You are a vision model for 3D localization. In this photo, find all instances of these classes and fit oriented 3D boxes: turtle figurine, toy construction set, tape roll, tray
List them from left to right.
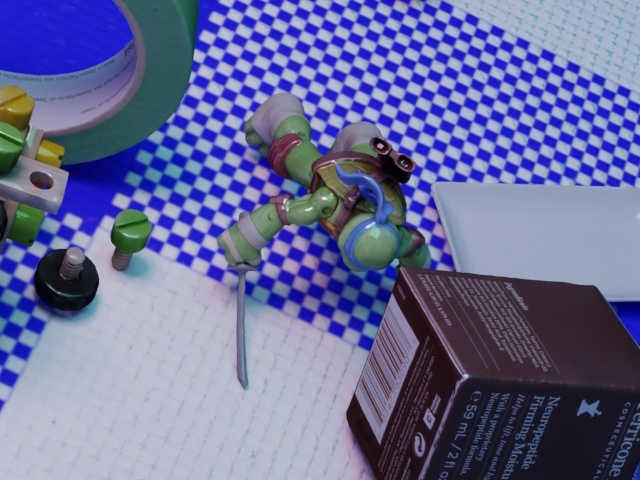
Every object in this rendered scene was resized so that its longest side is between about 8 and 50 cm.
[{"bbox_3d":[-0.316,-0.070,1.606,0.309,0.237,0.257,36,49,8],"label":"toy construction set"},{"bbox_3d":[-0.268,-0.197,1.671,0.321,0.321,0.077,14,50,-13],"label":"tape roll"},{"bbox_3d":[0.000,0.000,1.777,0.197,0.275,0.266,-10,35,-3],"label":"turtle figurine"},{"bbox_3d":[0.245,0.009,1.919,0.270,0.030,0.145,1,53,-22],"label":"tray"}]

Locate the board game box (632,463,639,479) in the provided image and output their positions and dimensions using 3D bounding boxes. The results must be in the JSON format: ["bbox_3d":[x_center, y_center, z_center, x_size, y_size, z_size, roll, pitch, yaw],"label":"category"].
[{"bbox_3d":[0.413,0.156,1.661,0.233,0.347,0.078,29,48,1],"label":"board game box"}]

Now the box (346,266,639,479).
[{"bbox_3d":[0.157,0.141,1.647,0.203,0.168,0.167,6,30,-23],"label":"box"}]
